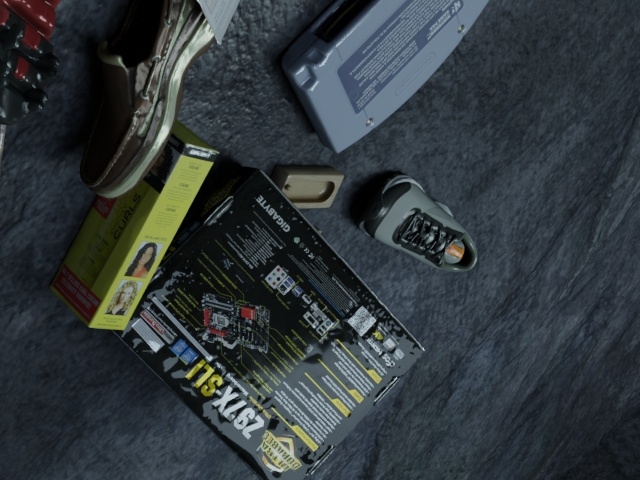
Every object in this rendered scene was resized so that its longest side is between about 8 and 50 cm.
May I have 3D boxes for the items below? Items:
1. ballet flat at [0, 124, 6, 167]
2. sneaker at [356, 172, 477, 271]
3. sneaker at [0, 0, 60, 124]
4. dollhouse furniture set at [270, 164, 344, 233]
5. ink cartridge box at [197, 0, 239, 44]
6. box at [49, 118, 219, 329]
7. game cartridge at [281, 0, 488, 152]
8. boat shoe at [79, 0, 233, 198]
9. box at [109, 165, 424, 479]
[{"bbox_3d":[-0.369,-0.019,1.158,0.316,0.107,0.106,-53,169,12],"label":"ballet flat"},{"bbox_3d":[0.148,-0.018,1.807,0.100,0.108,0.271,-55,148,9],"label":"sneaker"},{"bbox_3d":[-0.264,-0.235,1.054,0.097,0.135,0.276,48,58,-65],"label":"sneaker"},{"bbox_3d":[0.000,0.000,1.613,0.144,0.123,0.151,-3,124,-52],"label":"dollhouse furniture set"},{"bbox_3d":[-0.111,-0.319,1.157,0.225,0.056,0.181,69,40,-62],"label":"ink cartridge box"},{"bbox_3d":[-0.204,-0.021,1.364,0.058,0.087,0.232,10,115,-53],"label":"box"},{"bbox_3d":[0.087,-0.252,1.539,0.294,0.060,0.196,-46,145,-10],"label":"game cartridge"},{"bbox_3d":[-0.187,-0.168,1.245,0.095,0.095,0.257,20,99,-45],"label":"boat shoe"},{"bbox_3d":[-0.068,0.110,1.508,0.257,0.079,0.322,-46,108,-9],"label":"box"}]
